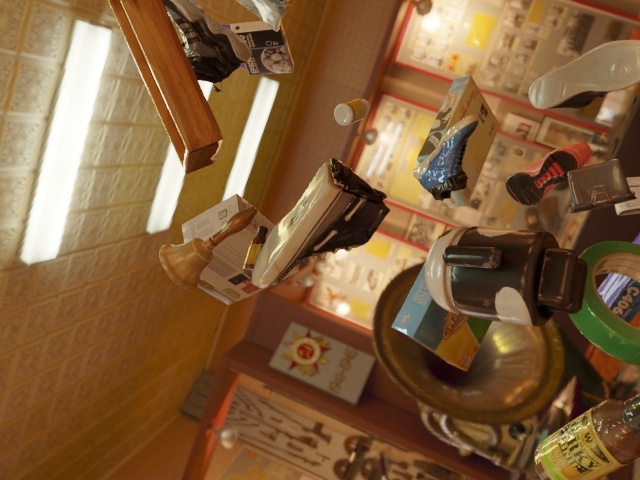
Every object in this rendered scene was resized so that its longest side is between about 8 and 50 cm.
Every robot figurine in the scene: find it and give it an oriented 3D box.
[{"bbox_3d":[0.326,0.058,1.175,0.173,0.278,0.209,-47,-52,-38],"label":"robot figurine"}]

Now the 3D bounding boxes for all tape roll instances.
[{"bbox_3d":[0.751,0.145,1.560,0.077,0.321,0.321,103,-166,-48],"label":"tape roll"}]

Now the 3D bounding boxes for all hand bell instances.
[{"bbox_3d":[-0.241,-0.002,1.507,0.242,0.126,0.126,-35,-1,16],"label":"hand bell"}]

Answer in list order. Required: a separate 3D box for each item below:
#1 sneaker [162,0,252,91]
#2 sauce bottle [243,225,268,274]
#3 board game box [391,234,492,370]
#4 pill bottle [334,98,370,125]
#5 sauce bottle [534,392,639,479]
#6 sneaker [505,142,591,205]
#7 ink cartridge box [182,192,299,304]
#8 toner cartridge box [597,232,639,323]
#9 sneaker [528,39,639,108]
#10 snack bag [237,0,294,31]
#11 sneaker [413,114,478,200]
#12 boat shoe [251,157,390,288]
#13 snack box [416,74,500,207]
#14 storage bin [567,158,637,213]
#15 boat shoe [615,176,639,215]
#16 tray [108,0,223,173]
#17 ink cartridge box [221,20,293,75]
[{"bbox_3d":[-0.302,-0.459,1.494,0.153,0.269,0.101,-51,10,17],"label":"sneaker"},{"bbox_3d":[-0.153,0.022,1.578,0.042,0.042,0.128,94,-172,-59],"label":"sauce bottle"},{"bbox_3d":[0.320,0.161,1.567,0.316,0.064,0.242,35,-99,-48],"label":"board game box"},{"bbox_3d":[0.096,-0.378,1.899,0.116,0.065,0.065,-32,-35,-49],"label":"pill bottle"},{"bbox_3d":[0.509,0.349,1.161,0.111,0.111,0.344,-59,-6,-41],"label":"sauce bottle"},{"bbox_3d":[0.697,-0.202,1.973,0.136,0.116,0.314,-31,-2,-29],"label":"sneaker"},{"bbox_3d":[-0.263,0.038,1.959,0.309,0.272,0.130,43,-155,-49],"label":"ink cartridge box"},{"bbox_3d":[0.890,0.066,1.787,0.347,0.075,0.165,-66,-5,30],"label":"toner cartridge box"},{"bbox_3d":[0.634,-0.372,1.464,0.147,0.296,0.104,-14,-90,-42],"label":"sneaker"},{"bbox_3d":[-0.195,-0.590,1.381,0.037,0.323,0.342,-53,12,-3],"label":"snack bag"},{"bbox_3d":[0.226,-0.129,1.078,0.058,0.084,0.152,-16,-27,-50],"label":"sneaker"},{"bbox_3d":[0.000,0.000,1.344,0.340,0.158,0.127,-50,26,33],"label":"boat shoe"},{"bbox_3d":[0.376,-0.268,1.744,0.187,0.060,0.322,49,-126,-31],"label":"snack box"},{"bbox_3d":[0.589,-0.117,1.387,0.098,0.135,0.091,-21,-84,-67],"label":"storage bin"},{"bbox_3d":[1.051,-0.103,1.890,0.136,0.367,0.156,34,-120,-64],"label":"boat shoe"},{"bbox_3d":[-0.304,-0.344,1.234,0.076,0.410,0.203,-25,1,-15],"label":"tray"},{"bbox_3d":[-0.206,-0.606,2.065,0.206,0.208,0.045,69,-158,-63],"label":"ink cartridge box"}]
